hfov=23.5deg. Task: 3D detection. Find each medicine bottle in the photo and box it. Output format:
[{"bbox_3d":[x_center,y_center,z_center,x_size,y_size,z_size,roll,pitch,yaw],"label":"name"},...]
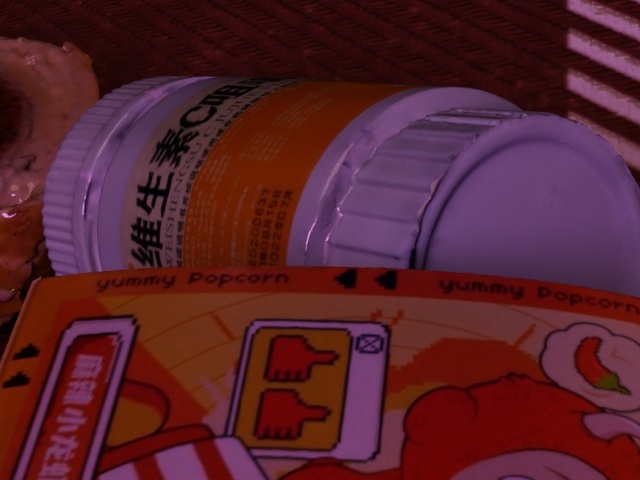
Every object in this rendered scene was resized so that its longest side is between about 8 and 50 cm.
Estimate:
[{"bbox_3d":[0.000,0.000,0.748,0.158,0.158,0.318,-43,28,-23],"label":"medicine bottle"}]

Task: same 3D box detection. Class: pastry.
[{"bbox_3d":[-0.249,-0.020,0.940,0.236,0.170,0.256,-3,30,-8],"label":"pastry"}]

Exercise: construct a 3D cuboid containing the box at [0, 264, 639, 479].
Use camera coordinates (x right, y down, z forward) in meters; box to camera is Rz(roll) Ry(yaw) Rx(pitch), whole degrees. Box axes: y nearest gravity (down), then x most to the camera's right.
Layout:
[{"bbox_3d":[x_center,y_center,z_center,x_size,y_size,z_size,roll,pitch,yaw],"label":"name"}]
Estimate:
[{"bbox_3d":[0.005,0.175,0.505,0.259,0.214,0.283,4,38,4],"label":"box"}]
